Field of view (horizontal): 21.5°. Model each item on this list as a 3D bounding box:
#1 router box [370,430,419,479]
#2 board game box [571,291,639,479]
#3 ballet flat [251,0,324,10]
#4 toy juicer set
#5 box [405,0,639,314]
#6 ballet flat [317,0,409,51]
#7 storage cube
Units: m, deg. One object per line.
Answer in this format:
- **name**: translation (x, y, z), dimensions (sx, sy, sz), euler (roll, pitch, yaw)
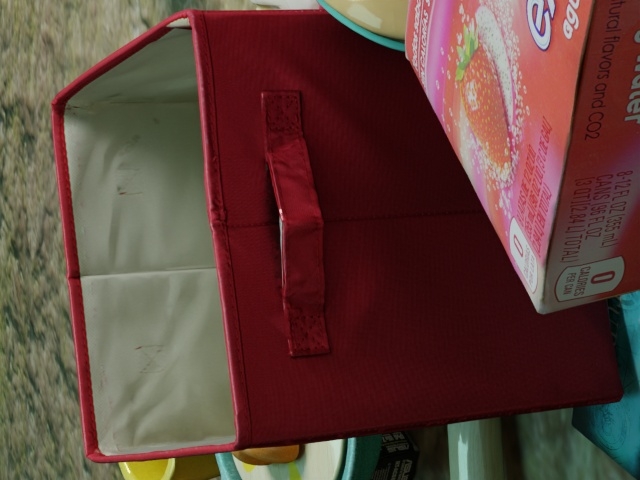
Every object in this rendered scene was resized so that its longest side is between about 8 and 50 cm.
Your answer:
- **router box**: translation (0.017, 0.147, 1.070), dimensions (0.092, 0.038, 0.122), euler (56, 146, 42)
- **board game box**: translation (0.159, 0.025, 0.721), dimensions (0.126, 0.026, 0.186), euler (-139, 45, -56)
- **ballet flat**: translation (-0.011, -0.154, 0.895), dimensions (0.241, 0.077, 0.091), euler (-118, 11, -59)
- **toy juicer set**: translation (-0.005, 0.139, 0.966), dimensions (0.329, 0.089, 0.209), euler (-35, 64, 44)
- **box**: translation (0.125, -0.137, 0.517), dimensions (0.300, 0.154, 0.142), euler (91, 163, -48)
- **ballet flat**: translation (0.012, -0.161, 0.738), dimensions (0.232, 0.080, 0.073), euler (-119, 30, -53)
- **storage cube**: translation (0.000, 0.000, 0.787), dimensions (0.215, 0.193, 0.183), euler (-18, 78, 63)
